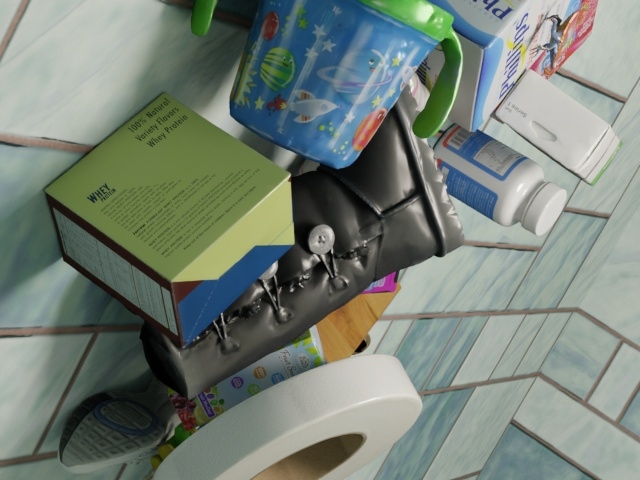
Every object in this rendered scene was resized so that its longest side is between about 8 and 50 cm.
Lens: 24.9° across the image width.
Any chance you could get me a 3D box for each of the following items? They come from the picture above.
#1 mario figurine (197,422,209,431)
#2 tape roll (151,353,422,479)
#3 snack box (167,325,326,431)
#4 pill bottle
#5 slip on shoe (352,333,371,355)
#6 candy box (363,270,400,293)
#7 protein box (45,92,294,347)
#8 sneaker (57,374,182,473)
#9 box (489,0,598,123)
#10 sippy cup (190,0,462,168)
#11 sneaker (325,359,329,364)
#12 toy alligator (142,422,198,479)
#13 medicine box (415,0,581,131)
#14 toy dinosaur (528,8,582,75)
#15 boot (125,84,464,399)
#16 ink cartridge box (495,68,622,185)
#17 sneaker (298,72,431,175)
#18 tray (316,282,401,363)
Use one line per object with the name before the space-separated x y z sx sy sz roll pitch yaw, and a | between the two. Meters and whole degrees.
mario figurine | -0.153 0.268 2.175 0.170 0.198 0.320 24 111 -46
tape roll | -0.046 0.286 1.985 0.392 0.072 0.392 -25 159 -10
snack box | -0.105 0.154 1.968 0.207 0.174 0.070 -22 115 1
pill bottle | 0.301 -0.099 2.463 0.124 0.221 0.124 -43 153 -28
slip on shoe | 0.066 0.186 2.600 0.051 0.041 0.135 -57 157 0
candy box | 0.000 0.000 2.042 0.233 0.071 0.159 -3 129 -17
protein box | -0.170 -0.026 1.675 0.200 0.201 0.136 -44 153 -27
sneaker | -0.253 0.268 2.018 0.297 0.111 0.129 -21 144 -52
box | 0.323 -0.328 2.330 0.257 0.128 0.122 -45 156 -24
sippy cup | 0.006 -0.214 1.714 0.224 0.305 0.240 -64 172 8
sneaker | -0.044 0.236 2.263 0.118 0.222 0.083 -46 115 -17
toy alligator | -0.202 0.309 2.015 0.056 0.051 0.189 -37 168 -37
medicine box | 0.257 -0.349 2.108 0.289 0.149 0.263 -50 165 -16
toy dinosaur | 0.337 -0.280 2.074 0.047 0.090 0.082 -44 120 -68
boot | -0.074 -0.053 1.870 0.445 0.367 0.146 -27 -173 -13
ink cartridge box | 0.376 -0.173 2.259 0.092 0.160 0.219 -54 166 7
sneaker | 0.055 -0.165 2.077 0.252 0.103 0.111 -48 143 -17
tray | 0.008 0.075 2.310 0.203 0.076 0.411 -53 156 -8
